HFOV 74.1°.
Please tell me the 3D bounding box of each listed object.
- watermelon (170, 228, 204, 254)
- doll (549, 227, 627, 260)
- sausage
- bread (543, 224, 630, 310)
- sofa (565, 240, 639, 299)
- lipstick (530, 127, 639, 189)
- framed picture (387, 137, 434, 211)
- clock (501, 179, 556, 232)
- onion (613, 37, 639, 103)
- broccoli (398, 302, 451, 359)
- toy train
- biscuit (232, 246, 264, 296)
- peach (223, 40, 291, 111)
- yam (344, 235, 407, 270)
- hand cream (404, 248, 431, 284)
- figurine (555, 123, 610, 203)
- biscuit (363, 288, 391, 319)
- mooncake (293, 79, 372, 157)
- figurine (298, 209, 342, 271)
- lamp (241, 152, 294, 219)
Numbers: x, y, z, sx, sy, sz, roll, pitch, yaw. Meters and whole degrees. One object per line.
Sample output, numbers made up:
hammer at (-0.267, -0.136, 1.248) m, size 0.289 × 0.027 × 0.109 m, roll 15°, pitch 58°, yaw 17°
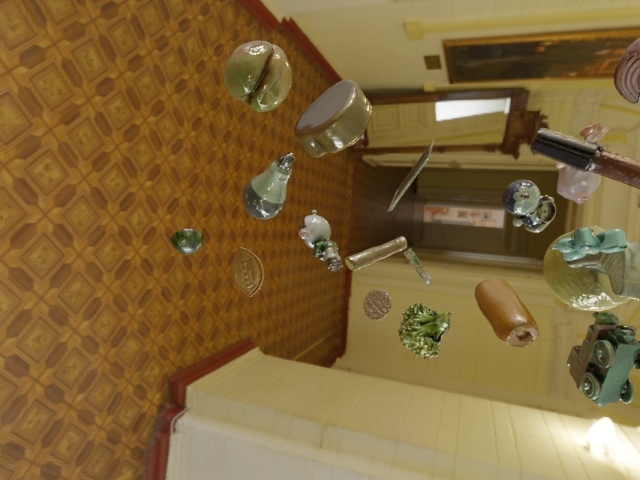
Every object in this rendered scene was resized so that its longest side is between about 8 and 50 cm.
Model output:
watermelon at (-0.426, 0.011, 1.368) m, size 0.062 × 0.105 × 0.105 m, roll 68°, pitch 8°, yaw 25°
doll at (0.656, 0.011, 1.047) m, size 0.158 × 0.159 × 0.059 m, roll 144°, pitch -55°, yaw -68°
sausage at (0.617, 0.221, 1.452) m, size 0.116 × 0.134 × 0.354 m, roll 56°, pitch 13°, yaw -21°
bread at (1.031, 0.107, 1.631) m, size 0.237 × 0.320 × 0.321 m, roll 137°, pitch -33°, yaw -70°
sofa at (0.937, 0.104, 1.344) m, size 0.225 × 0.210 × 0.176 m, roll 159°, pitch -59°, yaw -72°
lipstick at (0.768, -0.195, 1.112) m, size 0.077 × 0.418 × 0.077 m, roll -45°, pitch 152°, yaw -32°
framed picture at (0.354, -0.251, 1.640) m, size 0.273 × 0.016 × 0.216 m, roll -58°, pitch 179°, yaw 36°
clock at (0.896, -0.151, 1.842) m, size 0.243 × 0.146 × 0.199 m, roll 43°, pitch 87°, yaw -20°
onion at (1.199, -0.670, 1.626) m, size 0.247 × 0.111 × 0.250 m, roll -52°, pitch 141°, yaw -33°
broccoli at (0.443, 0.387, 1.883) m, size 0.273 × 0.180 × 0.243 m, roll 105°, pitch -6°, yaw -54°
toy train at (0.914, 0.373, 1.364) m, size 0.221 × 0.150 × 0.305 m, roll -78°, pitch 170°, yaw -63°
biscuit at (-0.315, 0.136, 1.856) m, size 0.029 × 0.141 × 0.221 m, roll -19°, pitch 102°, yaw -77°
peach at (-0.264, -0.710, 1.828) m, size 0.247 × 0.292 × 0.292 m, roll 154°, pitch -53°, yaw -70°
yam at (0.236, 0.050, 1.745) m, size 0.299 × 0.066 × 0.066 m, roll -21°, pitch 122°, yaw -27°
hand cream at (0.400, 0.109, 1.728) m, size 0.057 × 0.037 × 0.165 m, roll -26°, pitch 81°, yaw -42°
figurine at (0.928, -0.268, 1.493) m, size 0.133 × 0.200 × 0.276 m, roll -145°, pitch -114°, yaw -64°
biscuit at (0.208, 0.234, 1.558) m, size 0.015 × 0.120 × 0.120 m, roll 31°, pitch 65°, yaw -48°
mooncake at (0.043, -0.343, 1.203) m, size 0.117 × 0.234 × 0.235 m, roll 43°, pitch 48°, yaw -29°
figurine at (0.000, 0.000, 2.266) m, size 0.281 × 0.167 × 0.370 m, roll 30°, pitch 25°, yaw -53°
lamp at (-0.209, -0.211, 1.684) m, size 0.314 × 0.181 × 0.182 m, roll 122°, pitch -8°, yaw -52°
